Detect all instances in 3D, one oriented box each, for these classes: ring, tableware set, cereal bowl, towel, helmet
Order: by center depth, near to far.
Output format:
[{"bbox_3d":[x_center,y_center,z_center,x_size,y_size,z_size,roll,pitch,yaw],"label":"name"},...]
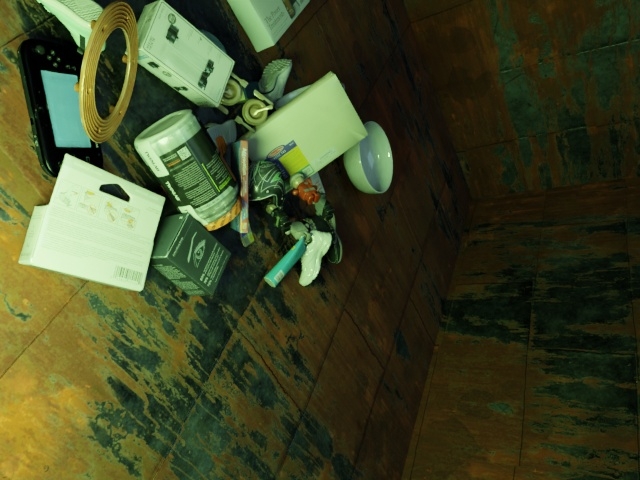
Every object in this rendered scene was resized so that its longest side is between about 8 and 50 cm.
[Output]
[{"bbox_3d":[-0.512,-0.403,1.219,0.336,0.032,0.337,-164,-90,-84],"label":"ring"},{"bbox_3d":[-0.256,-0.457,1.661,0.194,0.039,0.128,34,87,-18],"label":"tableware set"},{"bbox_3d":[-0.202,-0.191,1.717,0.161,0.169,0.170,56,41,-58],"label":"helmet"},{"bbox_3d":[-0.255,-0.025,1.746,0.060,0.009,0.083,-32,112,-53],"label":"towel"},{"bbox_3d":[0.207,-0.378,2.376,0.339,0.141,0.339,13,74,-55],"label":"cereal bowl"}]

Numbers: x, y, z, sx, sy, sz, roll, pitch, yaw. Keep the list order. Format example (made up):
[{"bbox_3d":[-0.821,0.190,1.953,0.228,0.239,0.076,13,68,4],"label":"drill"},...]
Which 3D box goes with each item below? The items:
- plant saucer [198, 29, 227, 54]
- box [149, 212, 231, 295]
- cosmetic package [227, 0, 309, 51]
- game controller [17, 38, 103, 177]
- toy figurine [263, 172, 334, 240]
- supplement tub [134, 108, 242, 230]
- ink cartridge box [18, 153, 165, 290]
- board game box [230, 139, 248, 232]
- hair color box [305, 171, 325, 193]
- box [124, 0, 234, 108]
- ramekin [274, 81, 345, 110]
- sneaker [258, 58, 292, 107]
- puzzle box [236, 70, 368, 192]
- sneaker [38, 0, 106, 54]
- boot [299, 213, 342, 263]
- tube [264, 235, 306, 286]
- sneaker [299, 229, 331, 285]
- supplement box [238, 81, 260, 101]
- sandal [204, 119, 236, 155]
[{"bbox_3d":[-0.354,-0.595,1.658,0.195,0.037,0.195,14,73,-55],"label":"plant saucer"},{"bbox_3d":[-0.380,0.044,1.459,0.207,0.108,0.153,51,46,-39],"label":"box"},{"bbox_3d":[-0.202,-0.931,1.885,0.284,0.097,0.377,54,44,-33],"label":"cosmetic package"},{"bbox_3d":[-0.610,-0.306,1.201,0.166,0.067,0.319,-17,101,-56],"label":"game controller"},{"bbox_3d":[-0.078,-0.118,1.853,0.213,0.148,0.209,-46,146,8],"label":"toy figurine"},{"bbox_3d":[-0.363,-0.193,1.444,0.316,0.193,0.194,62,40,-29],"label":"supplement tub"},{"bbox_3d":[-0.544,-0.032,1.245,0.296,0.066,0.261,28,67,-52],"label":"ink cartridge box"},{"bbox_3d":[-0.259,-0.172,1.610,0.027,0.145,0.282,-2,98,-21],"label":"board game box"},{"bbox_3d":[-0.035,-0.244,2.081,0.072,0.043,0.141,-45,121,-49],"label":"hair color box"},{"bbox_3d":[-0.404,-0.537,1.492,0.290,0.087,0.169,29,72,-48],"label":"box"},{"bbox_3d":[-0.027,-0.493,1.933,0.277,0.277,0.135,-54,136,-45],"label":"ramekin"},{"bbox_3d":[-0.167,-0.599,1.913,0.235,0.090,0.095,-64,148,-33],"label":"sneaker"},{"bbox_3d":[-0.059,-0.368,1.801,0.272,0.408,0.052,53,3,-39],"label":"puzzle box"},{"bbox_3d":[-0.624,-0.555,1.209,0.256,0.151,0.094,40,66,-6],"label":"sneaker"},{"bbox_3d":[-0.002,-0.001,2.067,0.178,0.085,0.237,-23,104,-51],"label":"boot"},{"bbox_3d":[-0.118,0.079,1.837,0.207,0.052,0.080,-48,157,-23],"label":"tube"},{"bbox_3d":[-0.049,0.061,1.961,0.115,0.090,0.232,20,97,-16],"label":"sneaker"},{"bbox_3d":[-0.265,-0.506,1.735,0.083,0.083,0.056,-29,109,-54],"label":"supplement box"},{"bbox_3d":[-0.338,-0.327,1.620,0.265,0.076,0.102,-67,157,-66],"label":"sandal"}]
